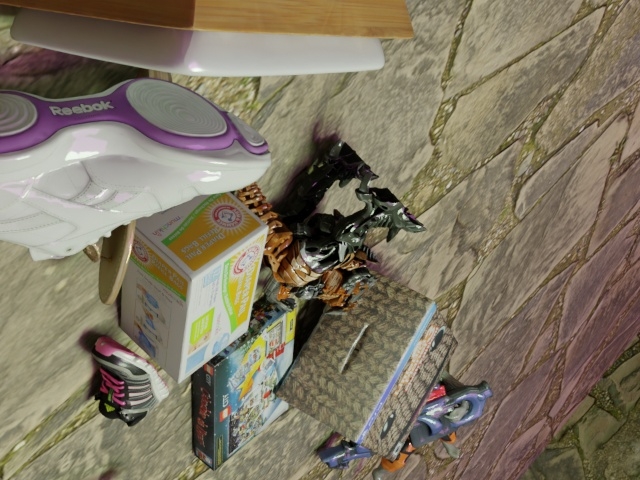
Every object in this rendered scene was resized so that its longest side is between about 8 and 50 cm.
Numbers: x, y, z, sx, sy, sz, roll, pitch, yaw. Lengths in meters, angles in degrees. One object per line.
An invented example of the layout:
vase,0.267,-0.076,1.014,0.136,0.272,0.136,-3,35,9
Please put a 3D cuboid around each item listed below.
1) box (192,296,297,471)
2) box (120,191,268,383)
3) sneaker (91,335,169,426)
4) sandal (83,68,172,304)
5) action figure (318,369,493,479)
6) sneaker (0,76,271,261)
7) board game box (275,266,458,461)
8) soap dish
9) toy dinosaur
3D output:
box,-0.107,0.197,1.431,0.159,0.044,0.233,-35,146,-36
box,-0.141,0.042,1.108,0.114,0.103,0.203,-37,157,-33
sneaker,-0.229,0.170,1.181,0.075,0.063,0.170,-54,158,-18
sandal,-0.213,-0.058,0.977,0.079,0.088,0.240,10,106,-27
action figure,0.138,0.341,1.931,0.341,0.178,0.330,-15,131,-15
sneaker,-0.195,-0.060,0.898,0.305,0.114,0.152,-3,134,-25
board game box,0.083,0.195,1.583,0.232,0.141,0.291,-60,159,-7
soap dish,-0.089,-0.208,0.844,0.291,0.229,0.118,-13,114,-53
toy dinosaur,0.000,0.000,1.293,0.218,0.164,0.322,-43,164,6
